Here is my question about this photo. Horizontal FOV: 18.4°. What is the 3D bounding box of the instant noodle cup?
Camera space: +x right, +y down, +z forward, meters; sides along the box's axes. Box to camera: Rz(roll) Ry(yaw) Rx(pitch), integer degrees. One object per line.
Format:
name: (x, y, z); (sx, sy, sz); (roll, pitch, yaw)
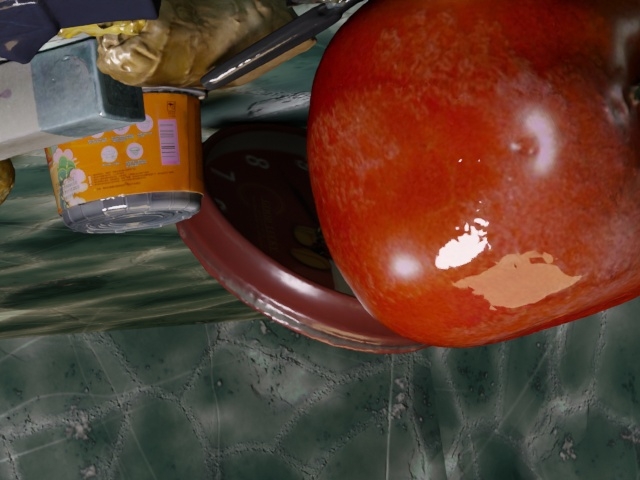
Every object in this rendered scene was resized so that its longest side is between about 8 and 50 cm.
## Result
instant noodle cup: (-0.171, -0.075, 1.734); (0.208, 0.125, 0.177); (-13, 172, 35)

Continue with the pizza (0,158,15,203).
pizza: (-0.392, -0.057, 1.893); (0.197, 0.058, 0.292); (-6, 171, -9)

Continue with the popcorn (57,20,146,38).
popcorn: (-0.153, -0.166, 1.333); (0.082, 0.057, 0.083); (-5, 179, 28)

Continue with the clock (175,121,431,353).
clock: (0.000, 0.000, 1.942); (0.318, 0.318, 0.080); (-2, 130, -41)

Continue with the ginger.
ginger: (-0.090, -0.149, 1.477); (0.190, 0.069, 0.095); (-4, 177, -36)

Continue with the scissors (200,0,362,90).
scissors: (0.008, -0.165, 1.430); (0.220, 0.017, 0.088); (-29, 170, 13)

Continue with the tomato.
tomato: (0.147, -0.072, 1.450); (0.290, 0.293, 0.325); (-12, -173, 34)

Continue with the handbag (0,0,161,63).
handbag: (-0.255, -0.159, 1.044); (0.326, 0.118, 0.269); (-8, 166, 0)

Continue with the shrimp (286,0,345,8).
shrimp: (0.027, -0.205, 1.296); (0.150, 0.051, 0.217); (3, 159, -42)

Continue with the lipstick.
lipstick: (-0.297, -0.098, 1.647); (0.317, 0.066, 0.068); (-12, 173, 27)
